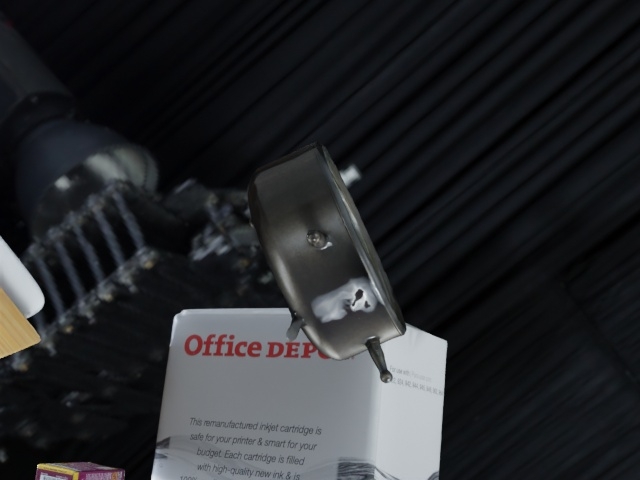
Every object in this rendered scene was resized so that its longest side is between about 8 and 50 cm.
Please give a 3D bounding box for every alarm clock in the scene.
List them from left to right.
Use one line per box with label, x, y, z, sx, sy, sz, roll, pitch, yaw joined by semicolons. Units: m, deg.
alarm clock;0.000;0.000;0.604;0.192;0.064;0.129;-97;-18;-63

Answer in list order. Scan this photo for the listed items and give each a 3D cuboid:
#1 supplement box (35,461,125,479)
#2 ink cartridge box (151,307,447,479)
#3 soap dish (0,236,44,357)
supplement box;-0.262;0.266;1.039;0.083;0.055;0.043;19;-105;-59
ink cartridge box;-0.022;0.195;0.715;0.115;0.198;0.272;26;-113;-54
soap dish;-0.374;-0.004;0.748;0.290;0.229;0.118;56;-130;-17
